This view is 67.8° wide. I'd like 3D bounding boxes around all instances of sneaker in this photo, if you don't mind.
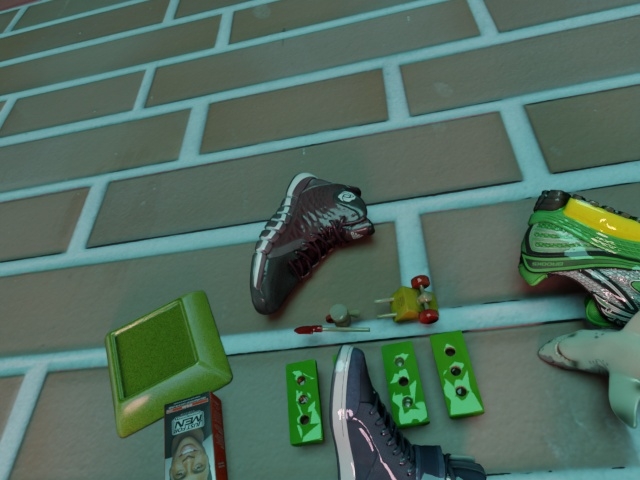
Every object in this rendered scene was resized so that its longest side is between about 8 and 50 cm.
[{"bbox_3d":[0.000,0.000,0.773,0.163,0.106,0.281,8,56,18],"label":"sneaker"},{"bbox_3d":[0.097,0.224,0.533,0.164,0.086,0.226,-5,98,14],"label":"sneaker"},{"bbox_3d":[0.428,0.060,0.609,0.344,0.134,0.146,26,101,23],"label":"sneaker"}]

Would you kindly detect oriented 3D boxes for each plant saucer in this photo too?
[{"bbox_3d":[-0.255,0.177,0.749,0.188,0.045,0.188,-27,52,-4],"label":"plant saucer"}]

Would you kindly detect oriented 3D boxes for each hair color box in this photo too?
[{"bbox_3d":[-0.169,0.286,0.644,0.072,0.043,0.141,-18,52,2],"label":"hair color box"}]

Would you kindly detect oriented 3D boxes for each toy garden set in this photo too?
[{"bbox_3d":[0.075,0.164,0.664,0.245,0.049,0.203,-13,53,8],"label":"toy garden set"}]

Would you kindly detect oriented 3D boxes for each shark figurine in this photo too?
[{"bbox_3d":[0.400,0.184,0.522,0.166,0.116,0.278,-48,38,19],"label":"shark figurine"}]
